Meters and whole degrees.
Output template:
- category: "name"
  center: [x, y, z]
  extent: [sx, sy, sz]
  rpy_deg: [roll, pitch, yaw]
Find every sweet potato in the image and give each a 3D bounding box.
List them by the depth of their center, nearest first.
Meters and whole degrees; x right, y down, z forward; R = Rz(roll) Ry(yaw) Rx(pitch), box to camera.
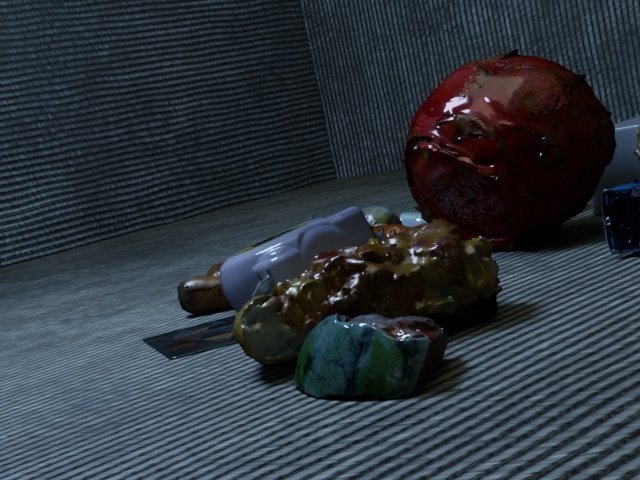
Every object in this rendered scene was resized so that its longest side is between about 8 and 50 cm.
- category: "sweet potato"
  center: [-0.162, 0.060, 2.066]
  extent: [0.050, 0.050, 0.214]
  rpy_deg: [-12, 2, -4]

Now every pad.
- category: "pad"
  center: [-0.145, 0.121, 1.631]
  extent: [0.142, 0.003, 0.211]
  rpy_deg: [-14, 7, -17]

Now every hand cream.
- category: "hand cream"
  center: [0.223, -0.026, 2.161]
  extent: [0.174, 0.047, 0.076]
  rpy_deg: [-1, 9, 18]

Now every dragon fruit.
- category: "dragon fruit"
  center: [0.279, -0.129, 1.869]
  extent: [0.301, 0.296, 0.295]
  rpy_deg: [-24, 10, -19]

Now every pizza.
- category: "pizza"
  center: [0.062, 0.054, 1.405]
  extent: [0.277, 0.114, 0.408]
  rpy_deg: [-13, 6, 43]

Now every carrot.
- category: "carrot"
  center: [-0.127, 0.074, 1.841]
  extent: [0.161, 0.055, 0.055]
  rpy_deg: [-5, 6, -1]

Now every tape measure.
- category: "tape measure"
  center: [-0.036, 0.040, 1.664]
  extent: [0.196, 0.105, 0.178]
  rpy_deg: [-28, 5, -35]

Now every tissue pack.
- category: "tissue pack"
  center: [0.553, -0.136, 2.076]
  extent: [0.159, 0.136, 0.246]
  rpy_deg: [-6, 7, 39]

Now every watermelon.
- category: "watermelon"
  center: [0.055, 0.097, 1.180]
  extent: [0.139, 0.071, 0.187]
  rpy_deg: [-11, 4, -36]

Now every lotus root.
- category: "lotus root"
  center: [0.087, -0.013, 2.066]
  extent: [0.088, 0.088, 0.165]
  rpy_deg: [-13, -1, -15]

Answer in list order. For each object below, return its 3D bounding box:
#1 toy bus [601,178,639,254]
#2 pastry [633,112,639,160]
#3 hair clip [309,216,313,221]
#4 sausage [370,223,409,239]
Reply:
- category: "toy bus"
  center: [0.447, -0.035, 1.550]
  extent: [0.184, 0.090, 0.106]
  rpy_deg: [-4, 9, 40]
- category: "pastry"
  center: [0.545, -0.170, 1.783]
  extent: [0.193, 0.275, 0.274]
  rpy_deg: [30, 32, 34]
- category: "hair clip"
  center: [0.001, 0.000, 2.067]
  extent: [0.116, 0.049, 0.172]
  rpy_deg: [-56, 10, 3]
- category: "sausage"
  center: [0.092, 0.021, 1.716]
  extent: [0.089, 0.089, 0.179]
  rpy_deg: [-14, 3, -25]
